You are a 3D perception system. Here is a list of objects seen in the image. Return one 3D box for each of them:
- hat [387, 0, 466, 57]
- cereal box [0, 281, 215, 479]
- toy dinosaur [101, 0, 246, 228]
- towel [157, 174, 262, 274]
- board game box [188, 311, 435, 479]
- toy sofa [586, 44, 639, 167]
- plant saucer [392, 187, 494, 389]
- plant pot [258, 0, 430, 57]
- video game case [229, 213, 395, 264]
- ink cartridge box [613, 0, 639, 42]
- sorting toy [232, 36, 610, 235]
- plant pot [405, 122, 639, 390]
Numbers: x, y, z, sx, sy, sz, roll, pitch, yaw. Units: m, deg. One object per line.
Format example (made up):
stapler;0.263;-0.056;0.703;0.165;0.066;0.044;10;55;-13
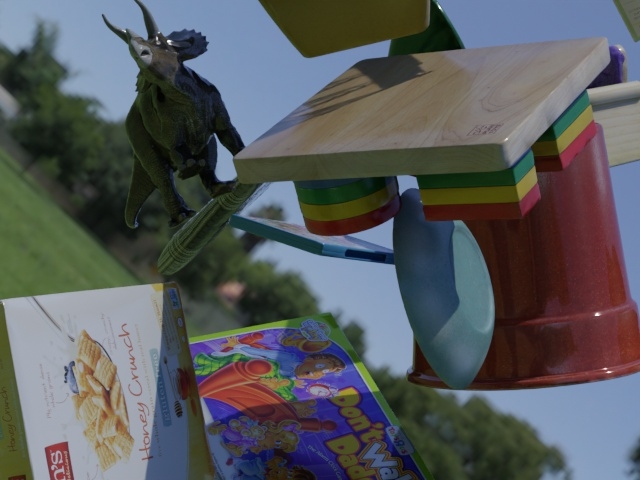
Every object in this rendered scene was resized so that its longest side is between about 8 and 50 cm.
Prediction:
hat;0.092;-0.212;2.038;0.208;0.184;0.173;60;-2;-14
cereal box;-0.174;0.125;1.208;0.240;0.047;0.173;-6;84;-64
toy dinosaur;-0.152;-0.117;1.638;0.160;0.121;0.313;64;-20;18
towel;-0.087;-0.110;2.304;0.056;0.324;0.312;46;-40;0
board game box;-0.034;0.233;1.766;0.347;0.233;0.078;-123;-149;-47
toy sofa;0.308;-0.162;2.334;0.362;0.150;0.177;-15;-91;52
plant saucer;0.124;0.040;1.446;0.195;0.037;0.195;46;35;-47
plant pot;0.025;-0.321;1.684;0.212;0.212;0.187;-84;159;-55
video game case;0.000;0.000;1.622;0.119;0.015;0.166;18;5;34
ink cartridge box;0.419;-0.298;1.970;0.235;0.056;0.171;57;25;-25
sorting toy;0.099;-0.086;1.369;0.255;0.257;0.089;-1;-65;31
plant pot;0.216;0.010;1.700;0.272;0.272;0.265;-164;-112;-79
